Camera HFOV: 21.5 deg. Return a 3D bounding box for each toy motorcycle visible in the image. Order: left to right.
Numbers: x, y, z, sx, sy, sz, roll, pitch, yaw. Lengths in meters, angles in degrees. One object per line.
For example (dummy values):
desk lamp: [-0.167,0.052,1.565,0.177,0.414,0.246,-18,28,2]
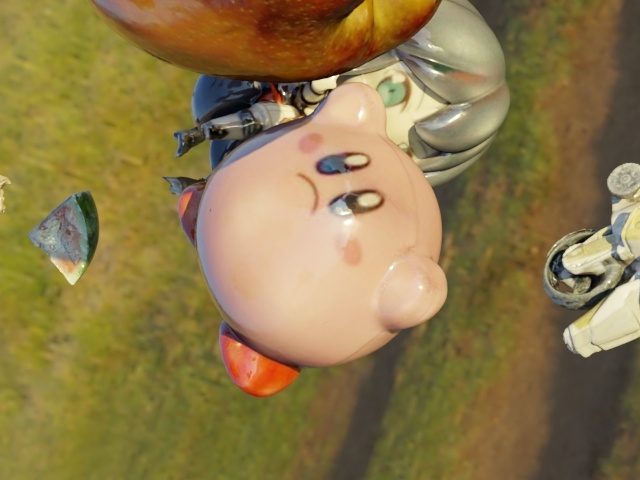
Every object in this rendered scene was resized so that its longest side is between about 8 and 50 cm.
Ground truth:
toy motorcycle: [0.265,0.007,1.161,0.228,0.074,0.151,-28,45,7]

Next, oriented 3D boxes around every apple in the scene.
apple: [-0.028,-0.185,0.912,0.230,0.230,0.230,-49,30,42]

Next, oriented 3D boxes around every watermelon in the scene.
watermelon: [-0.219,-0.012,1.436,0.085,0.061,0.085,177,90,-76]

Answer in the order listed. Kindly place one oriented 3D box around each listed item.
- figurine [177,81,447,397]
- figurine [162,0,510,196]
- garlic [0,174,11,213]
figurine: [0.000,0.000,1.124,0.173,0.173,0.173,-49,30,42]
figurine: [0.011,-0.115,1.310,0.175,0.265,0.197,111,160,-58]
garlic: [-0.178,-0.046,0.726,0.074,0.094,0.113,15,73,36]
